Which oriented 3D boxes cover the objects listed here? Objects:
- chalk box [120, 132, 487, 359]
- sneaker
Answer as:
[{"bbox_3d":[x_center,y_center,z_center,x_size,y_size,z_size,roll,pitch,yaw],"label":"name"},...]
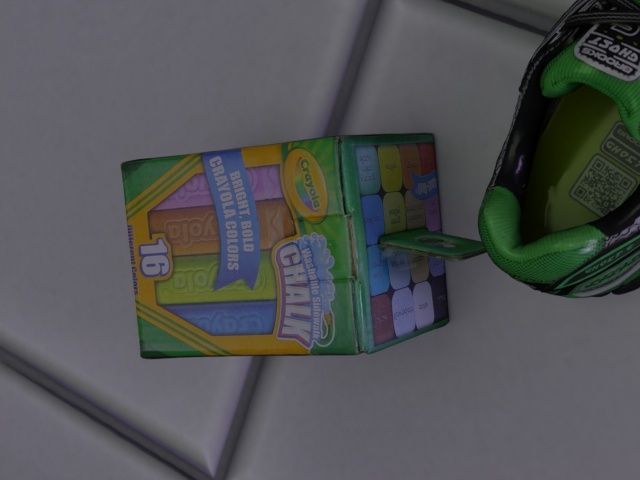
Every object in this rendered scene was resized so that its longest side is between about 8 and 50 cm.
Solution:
[{"bbox_3d":[0.000,0.000,0.727,0.213,0.132,0.132,-5,92,29],"label":"chalk box"},{"bbox_3d":[0.197,-0.113,0.597,0.134,0.146,0.343,30,108,24],"label":"sneaker"}]
